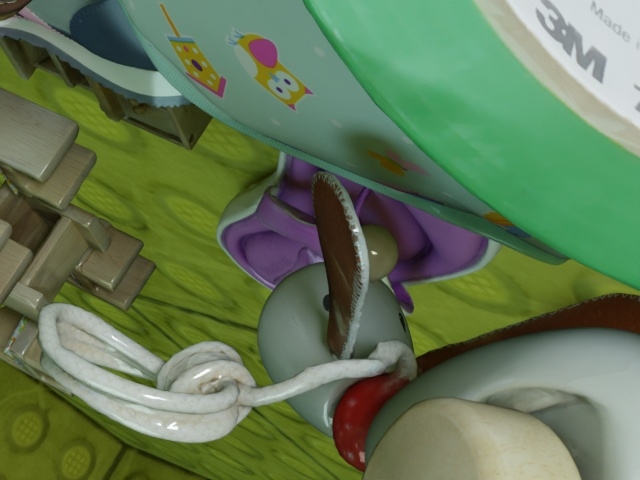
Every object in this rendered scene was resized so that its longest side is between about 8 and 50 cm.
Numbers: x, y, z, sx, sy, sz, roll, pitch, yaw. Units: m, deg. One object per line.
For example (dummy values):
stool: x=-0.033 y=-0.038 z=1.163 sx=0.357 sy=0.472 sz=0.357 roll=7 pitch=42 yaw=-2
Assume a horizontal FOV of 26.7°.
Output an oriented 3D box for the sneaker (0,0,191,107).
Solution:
sneaker: x=-0.177 y=-0.187 z=0.794 sx=0.319 sy=0.112 sz=0.131 roll=19 pitch=142 yaw=25

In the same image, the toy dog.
toy dog: x=0.064 y=0.041 z=0.506 sx=0.220 sy=0.161 sz=0.334 roll=15 pitch=-170 yaw=-45

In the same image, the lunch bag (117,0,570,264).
lunch bag: x=0.036 y=-0.118 z=0.520 sx=0.262 sy=0.160 sz=0.223 roll=26 pitch=163 yaw=-4

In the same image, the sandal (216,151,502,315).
sandal: x=0.013 y=0.008 z=0.978 sx=0.169 sy=0.102 sz=0.416 roll=32 pitch=162 yaw=-6

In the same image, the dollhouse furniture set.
dollhouse furniture set: x=-0.207 y=-0.052 z=0.936 sx=0.161 sy=0.242 sz=0.212 roll=25 pitch=161 yaw=18

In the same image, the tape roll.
tape roll: x=0.139 y=-0.113 z=0.280 sx=0.321 sy=0.077 sz=0.321 roll=11 pitch=133 yaw=12

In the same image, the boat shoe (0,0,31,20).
boat shoe: x=-0.117 y=-0.189 z=0.508 sx=0.073 sy=0.207 sz=0.073 roll=4 pitch=179 yaw=-26
